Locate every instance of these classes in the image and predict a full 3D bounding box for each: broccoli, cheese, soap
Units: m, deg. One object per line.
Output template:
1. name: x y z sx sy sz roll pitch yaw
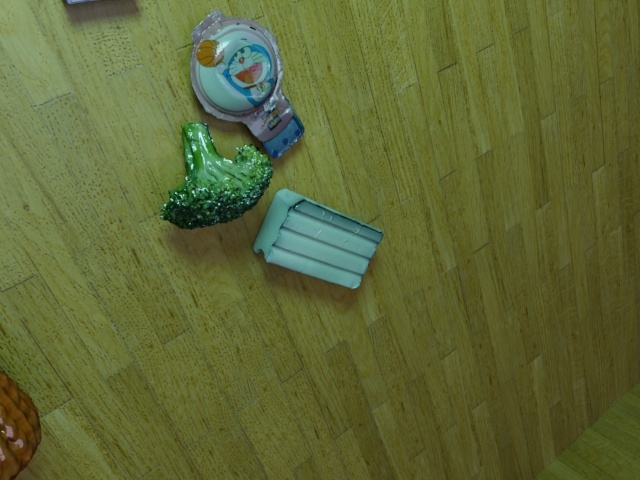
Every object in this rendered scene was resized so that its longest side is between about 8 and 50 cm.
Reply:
1. broccoli: -0.196 -0.121 1.036 0.219 0.194 0.194 -18 117 -1
2. cheese: -0.129 -0.281 1.063 0.189 0.074 0.286 -43 125 -12
3. soap: 0.000 0.000 1.233 0.261 0.094 0.150 21 99 -37

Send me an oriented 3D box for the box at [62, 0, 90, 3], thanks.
1. box: -0.343 -0.395 0.901 0.117 0.050 0.036 -22 124 -27

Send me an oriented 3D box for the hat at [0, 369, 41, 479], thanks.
1. hat: -0.603 0.211 0.837 0.285 0.285 0.400 -28 105 -22
